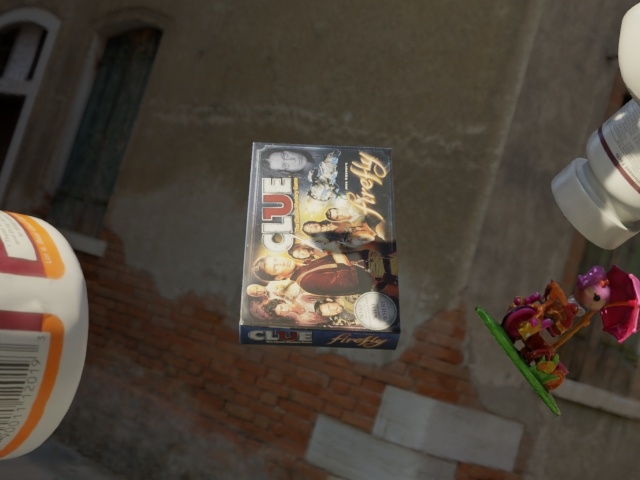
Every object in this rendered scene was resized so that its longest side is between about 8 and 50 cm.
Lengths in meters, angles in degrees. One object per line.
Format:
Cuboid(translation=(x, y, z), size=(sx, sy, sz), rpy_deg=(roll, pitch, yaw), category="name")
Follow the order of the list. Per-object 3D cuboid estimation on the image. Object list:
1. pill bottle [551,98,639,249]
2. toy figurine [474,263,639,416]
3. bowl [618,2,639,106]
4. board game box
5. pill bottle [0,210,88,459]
Cuboid(translation=(0.349, -0.094, 0.826), size=(0.121, 0.121, 0.221), rpy_deg=(20, -49, -32), category="pill bottle")
Cuboid(translation=(0.270, 0.081, 0.887), size=(0.173, 0.159, 0.130), rpy_deg=(49, 6, -38), category="toy figurine")
Cuboid(translation=(0.222, -0.067, 0.382), size=(0.142, 0.053, 0.142), rpy_deg=(31, -19, -23), category="bowl")
Cuboid(translation=(0.000, 0.000, 0.903), size=(0.165, 0.243, 0.042), rpy_deg=(2, -34, -3), category="board game box")
Cuboid(translation=(-0.395, 0.060, 0.603), size=(0.224, 0.224, 0.392), rpy_deg=(12, -1, 39), category="pill bottle")
